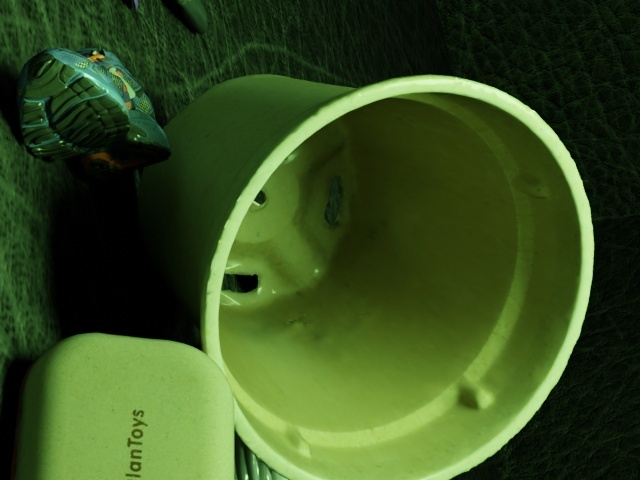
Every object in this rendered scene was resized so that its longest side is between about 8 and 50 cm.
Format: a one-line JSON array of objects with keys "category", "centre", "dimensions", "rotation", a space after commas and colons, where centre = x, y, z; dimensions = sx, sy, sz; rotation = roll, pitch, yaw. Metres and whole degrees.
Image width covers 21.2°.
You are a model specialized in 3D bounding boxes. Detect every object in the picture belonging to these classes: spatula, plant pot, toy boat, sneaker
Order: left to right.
[{"category": "sneaker", "centre": [-0.183, -0.109, 1.310], "dimensions": [0.221, 0.083, 0.087], "rotation": [51, 19, -77]}, {"category": "toy boat", "centre": [-0.142, 0.187, 1.178], "dimensions": [0.151, 0.151, 0.231], "rotation": [114, -20, -53]}, {"category": "spatula", "centre": [-0.149, -0.243, 1.633], "dimensions": [0.296, 0.030, 0.084], "rotation": [30, 53, -75]}, {"category": "plant pot", "centre": [0.000, 0.000, 1.407], "dimensions": [0.305, 0.333, 0.334], "rotation": [32, -40, 59]}]

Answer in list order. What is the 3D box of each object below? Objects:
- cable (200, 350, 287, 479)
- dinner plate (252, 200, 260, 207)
[{"category": "cable", "centre": [-0.055, 0.215, 1.604], "dimensions": [0.257, 0.089, 0.257], "rotation": [-35, 117, -77]}, {"category": "dinner plate", "centre": [-0.055, 0.014, 1.818], "dimensions": [0.141, 0.017, 0.141], "rotation": [47, 19, -22]}]
